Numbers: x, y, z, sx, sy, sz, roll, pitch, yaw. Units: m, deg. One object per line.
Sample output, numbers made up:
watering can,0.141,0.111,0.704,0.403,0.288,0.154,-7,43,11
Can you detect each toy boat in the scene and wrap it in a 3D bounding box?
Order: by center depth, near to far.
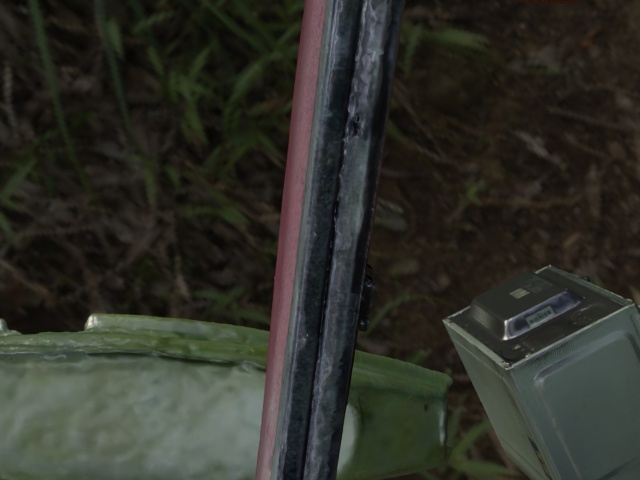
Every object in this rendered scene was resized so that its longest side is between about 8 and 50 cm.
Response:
toy boat,-0.077,0.084,0.739,0.293,0.055,0.093,3,92,-2

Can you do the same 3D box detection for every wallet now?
wallet,0.000,0.000,0.428,0.119,0.025,0.232,-97,14,-73

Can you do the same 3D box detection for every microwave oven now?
microwave oven,0.204,0.114,1.205,0.129,0.163,0.205,-26,12,-6

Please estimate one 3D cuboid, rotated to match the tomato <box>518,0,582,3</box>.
tomato,0.125,-0.257,0.796,0.255,0.224,0.256,-8,59,14
